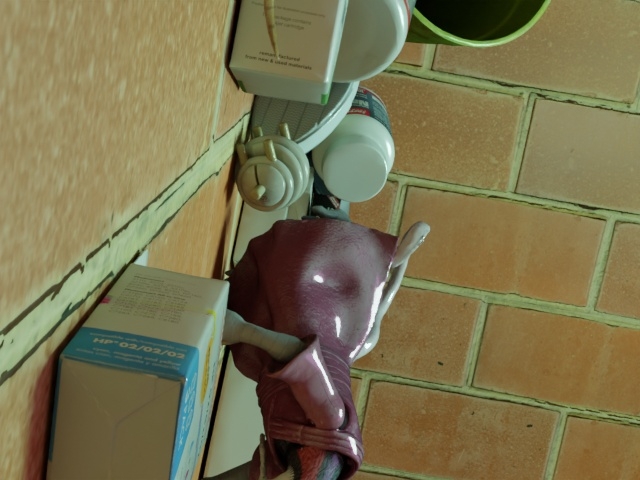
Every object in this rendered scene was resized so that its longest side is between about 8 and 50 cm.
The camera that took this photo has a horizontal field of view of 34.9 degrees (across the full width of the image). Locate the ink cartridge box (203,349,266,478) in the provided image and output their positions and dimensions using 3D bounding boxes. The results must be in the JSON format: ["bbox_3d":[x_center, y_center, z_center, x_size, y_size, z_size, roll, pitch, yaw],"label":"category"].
[{"bbox_3d":[-0.077,0.305,1.582,0.395,0.166,0.285,102,-3,-68],"label":"ink cartridge box"}]

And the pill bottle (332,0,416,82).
[{"bbox_3d":[0.044,-0.330,1.191,0.161,0.161,0.283,100,5,-48],"label":"pill bottle"}]

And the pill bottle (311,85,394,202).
[{"bbox_3d":[0.042,-0.125,1.326,0.180,0.108,0.108,-93,-169,-62],"label":"pill bottle"}]

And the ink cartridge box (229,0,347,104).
[{"bbox_3d":[-0.017,-0.248,0.945,0.160,0.093,0.219,172,-72,-90],"label":"ink cartridge box"}]

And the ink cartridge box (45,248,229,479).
[{"bbox_3d":[-0.091,0.079,0.549,0.181,0.062,0.104,-81,-179,-74],"label":"ink cartridge box"}]

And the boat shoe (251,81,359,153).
[{"bbox_3d":[0.009,-0.202,1.271,0.094,0.109,0.302,86,29,-56],"label":"boat shoe"}]

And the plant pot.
[{"bbox_3d":[0.167,-0.499,1.781,0.353,0.367,0.366,4,-97,62],"label":"plant pot"}]

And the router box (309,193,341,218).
[{"bbox_3d":[0.000,0.000,1.337,0.122,0.038,0.092,95,6,-76],"label":"router box"}]

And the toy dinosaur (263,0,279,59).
[{"bbox_3d":[-0.040,-0.266,0.798,0.211,0.064,0.112,87,28,-46],"label":"toy dinosaur"}]

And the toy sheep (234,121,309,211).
[{"bbox_3d":[-0.054,-0.075,1.109,0.132,0.091,0.091,-53,156,-59],"label":"toy sheep"}]

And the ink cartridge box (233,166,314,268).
[{"bbox_3d":[-0.063,-0.002,1.381,0.203,0.086,0.148,97,2,-70],"label":"ink cartridge box"}]

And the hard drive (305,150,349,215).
[{"bbox_3d":[-0.020,-0.079,1.523,0.172,0.054,0.254,57,-13,14],"label":"hard drive"}]

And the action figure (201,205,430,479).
[{"bbox_3d":[-0.012,0.159,1.085,0.248,0.276,0.370,108,-19,-44],"label":"action figure"}]
